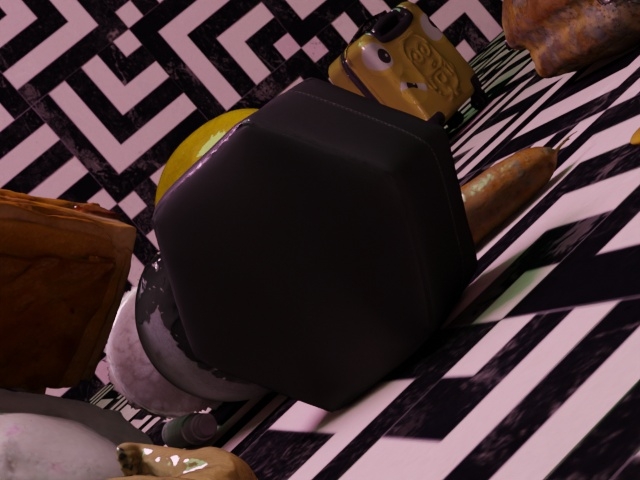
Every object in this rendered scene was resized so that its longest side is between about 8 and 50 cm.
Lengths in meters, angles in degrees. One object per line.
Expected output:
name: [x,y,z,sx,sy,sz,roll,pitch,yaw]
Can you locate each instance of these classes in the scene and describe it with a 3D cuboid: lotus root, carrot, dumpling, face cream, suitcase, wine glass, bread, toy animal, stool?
lotus root: [0.308,-0.283,1.551,0.160,0.152,0.275,-33,4,-17]
carrot: [0.103,-0.007,1.162,0.298,0.078,0.078,-37,5,3]
dumpling: [-0.286,0.240,1.107,0.320,0.270,0.211,44,-124,-86]
face cream: [-0.131,0.193,1.368,0.034,0.034,0.130,-43,4,-23]
suitcase: [0.134,-0.254,2.194,0.143,0.235,0.194,-36,7,46]
wine glass: [-0.107,0.080,1.356,0.190,0.190,0.357,-43,0,-21]
bread: [-0.384,0.081,1.291,0.314,0.191,0.370,9,-60,-42]
toy animal: [-0.082,0.179,0.843,0.101,0.103,0.219,-17,1,2]
stool: [0.000,0.000,1.008,0.232,0.232,0.141,-38,4,32]

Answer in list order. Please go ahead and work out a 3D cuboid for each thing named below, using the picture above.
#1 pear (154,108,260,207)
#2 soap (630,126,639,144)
pear: [-0.097,-0.038,1.860,0.294,0.294,0.294,-41,4,4]
soap: [0.247,-0.082,0.975,0.034,0.012,0.089,-41,5,-2]
